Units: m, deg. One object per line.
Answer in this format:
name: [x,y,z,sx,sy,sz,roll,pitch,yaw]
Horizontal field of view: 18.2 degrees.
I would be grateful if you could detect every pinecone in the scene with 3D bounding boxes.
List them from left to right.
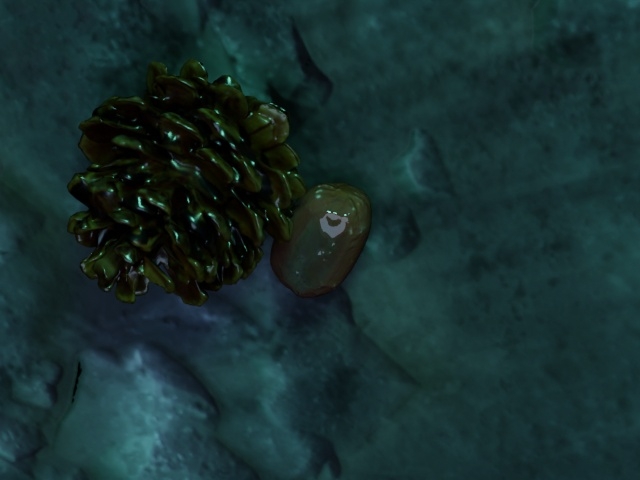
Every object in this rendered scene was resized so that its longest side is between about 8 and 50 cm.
pinecone: [-0.096,-0.031,1.327,0.174,0.173,0.173,7,123,10]

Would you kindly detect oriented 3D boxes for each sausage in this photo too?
sausage: [0.000,0.000,1.384,0.059,0.054,0.094,28,124,-4]
